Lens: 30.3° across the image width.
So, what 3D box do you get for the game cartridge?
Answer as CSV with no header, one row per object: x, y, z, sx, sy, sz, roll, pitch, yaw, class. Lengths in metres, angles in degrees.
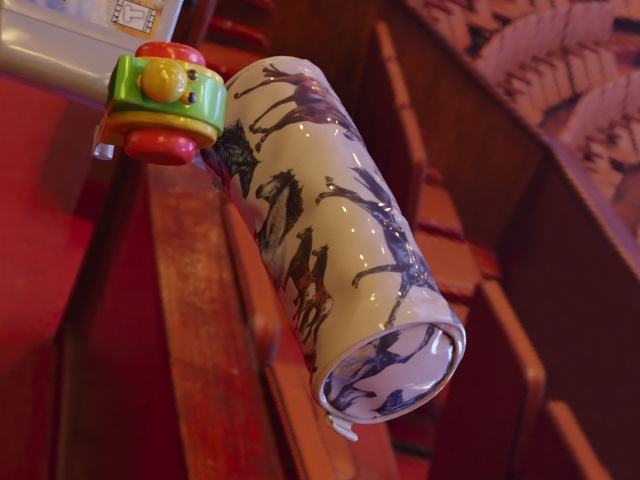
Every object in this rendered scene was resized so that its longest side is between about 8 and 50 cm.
-0.249,-0.298,1.335,0.198,0.297,0.062,18,-20,-13,game cartridge

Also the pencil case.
0.000,0.000,1.258,0.160,0.183,0.410,15,38,-44,pencil case

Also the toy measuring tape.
-0.163,-0.122,1.194,0.121,0.121,0.330,19,-12,-12,toy measuring tape
